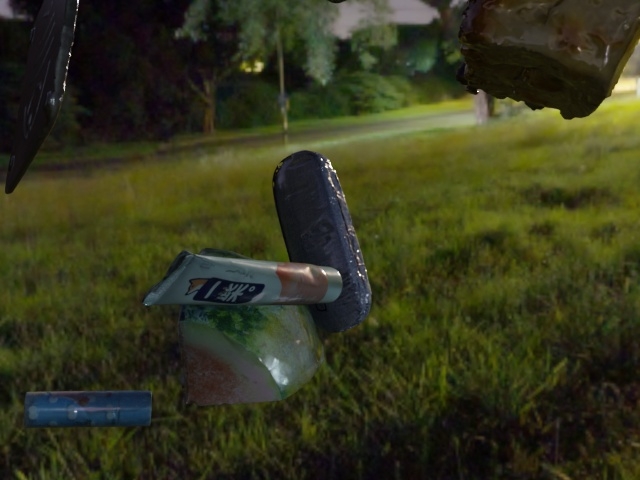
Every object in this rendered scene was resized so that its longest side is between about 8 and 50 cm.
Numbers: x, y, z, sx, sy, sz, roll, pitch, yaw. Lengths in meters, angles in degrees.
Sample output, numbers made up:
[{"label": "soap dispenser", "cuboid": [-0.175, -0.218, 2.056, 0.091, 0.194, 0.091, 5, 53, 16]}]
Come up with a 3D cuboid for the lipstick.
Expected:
[{"label": "lipstick", "cuboid": [-0.302, 0.220, 1.025, 0.158, 0.048, 0.048, 3, 10, -15]}]

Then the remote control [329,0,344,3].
[{"label": "remote control", "cuboid": [-0.031, -0.326, 0.773, 0.098, 0.038, 0.233, -27, -41, 37]}]

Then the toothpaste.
[{"label": "toothpaste", "cuboid": [-0.053, 0.034, 0.639, 0.205, 0.056, 0.036, 7, 40, -55]}]

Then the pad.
[{"label": "pad", "cuboid": [-0.357, -0.224, 1.012, 0.018, 0.284, 0.286, 12, -23, -28]}]

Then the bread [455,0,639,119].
[{"label": "bread", "cuboid": [0.188, -0.224, 0.516, 0.114, 0.274, 0.185, 27, 5, 9]}]

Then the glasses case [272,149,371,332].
[{"label": "glasses case", "cuboid": [0.000, 0.000, 1.185, 0.109, 0.282, 0.067, -24, -12, 34]}]

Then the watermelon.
[{"label": "watermelon", "cuboid": [-0.112, 0.115, 1.100, 0.180, 0.224, 0.305, -42, 8, 8]}]
